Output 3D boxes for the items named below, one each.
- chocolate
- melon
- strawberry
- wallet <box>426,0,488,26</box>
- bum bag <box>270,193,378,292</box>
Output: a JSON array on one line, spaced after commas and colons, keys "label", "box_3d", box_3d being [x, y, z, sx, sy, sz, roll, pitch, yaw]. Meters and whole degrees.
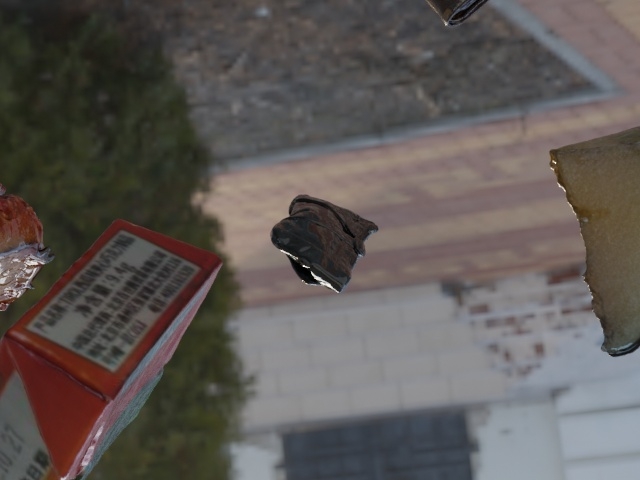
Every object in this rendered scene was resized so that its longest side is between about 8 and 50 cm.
[{"label": "chocolate", "box_3d": [-0.307, 0.178, 2.034, 0.341, 0.161, 0.360, -58, 179, 34]}, {"label": "melon", "box_3d": [0.251, 0.001, 1.306, 0.098, 0.182, 0.054, -16, -164, 3]}, {"label": "strawberry", "box_3d": [-0.282, 0.019, 1.272, 0.121, 0.082, 0.188, -23, 167, -29]}, {"label": "wallet", "box_3d": [0.043, -0.195, 0.798, 0.095, 0.176, 0.026, -40, 158, 7]}, {"label": "bum bag", "box_3d": [0.000, 0.000, 1.529, 0.087, 0.049, 0.198, 32, -162, -1]}]
